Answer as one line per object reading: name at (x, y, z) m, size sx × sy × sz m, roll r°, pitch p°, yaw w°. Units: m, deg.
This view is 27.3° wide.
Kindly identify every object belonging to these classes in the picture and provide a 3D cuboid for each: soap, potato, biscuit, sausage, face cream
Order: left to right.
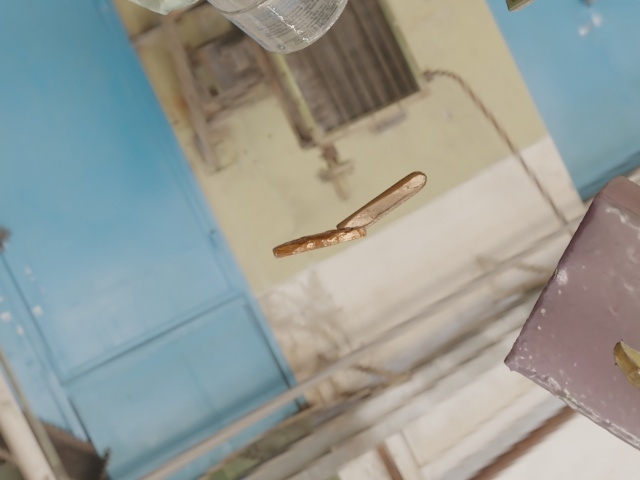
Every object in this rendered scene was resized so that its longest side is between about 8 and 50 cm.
face cream at (-0.064, -0.366, 1.818) m, size 0.177 × 0.177 × 0.153 m, roll -25°, pitch 139°, yaw 28°
biscuit at (0.000, 0.000, 1.254) m, size 0.091 × 0.015 × 0.078 m, roll -14°, pitch 180°, yaw -14°
sausage at (0.070, -0.040, 1.477) m, size 0.116 × 0.026 × 0.026 m, roll -36°, pitch -178°, yaw 7°
potato at (0.348, 0.148, 1.402) m, size 0.037 × 0.093 × 0.036 m, roll -58°, pitch -175°, yaw 31°
soap at (0.421, 0.112, 1.684) m, size 0.107 × 0.285 × 0.296 m, roll -33°, pitch 153°, yaw -52°

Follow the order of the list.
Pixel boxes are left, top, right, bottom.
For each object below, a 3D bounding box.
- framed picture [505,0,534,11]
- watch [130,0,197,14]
framed picture at (0.246, -0.364, 1.298) m, size 0.018 × 0.192 × 0.265 m, roll -12°, pitch 173°, yaw -33°
watch at (-0.168, -0.349, 1.382) m, size 0.162 × 0.241 × 0.253 m, roll -36°, pitch 153°, yaw -25°
